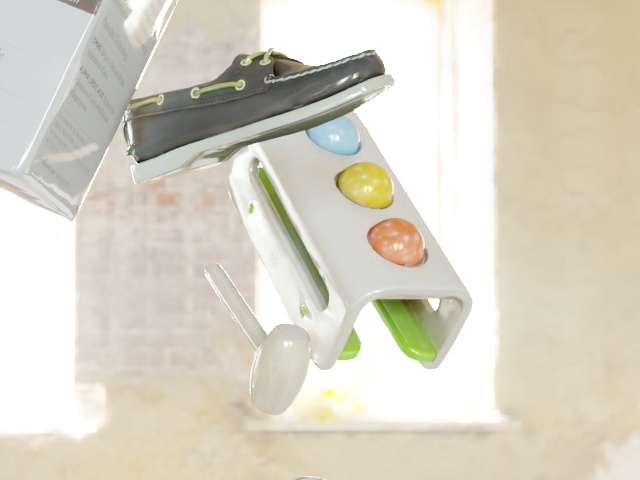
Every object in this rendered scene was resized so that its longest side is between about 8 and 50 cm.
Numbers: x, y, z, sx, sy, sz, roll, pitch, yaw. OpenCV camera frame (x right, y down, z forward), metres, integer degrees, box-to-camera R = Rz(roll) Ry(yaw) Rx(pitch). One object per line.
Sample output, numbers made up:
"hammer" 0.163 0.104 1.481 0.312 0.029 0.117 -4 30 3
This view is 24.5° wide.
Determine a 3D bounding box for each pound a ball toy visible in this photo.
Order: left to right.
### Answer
"pound a ball toy" 0.000 0.000 1.337 0.208 0.136 0.319 3 39 -29

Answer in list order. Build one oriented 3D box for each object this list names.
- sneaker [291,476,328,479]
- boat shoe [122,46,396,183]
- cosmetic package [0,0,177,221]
"sneaker" -0.022 0.307 1.161 0.090 0.270 0.145 13 40 7
"boat shoe" -0.054 -0.104 1.089 0.227 0.069 0.081 -18 -3 27
"cosmetic package" -0.195 -0.233 1.004 0.217 0.385 0.156 21 -8 7
